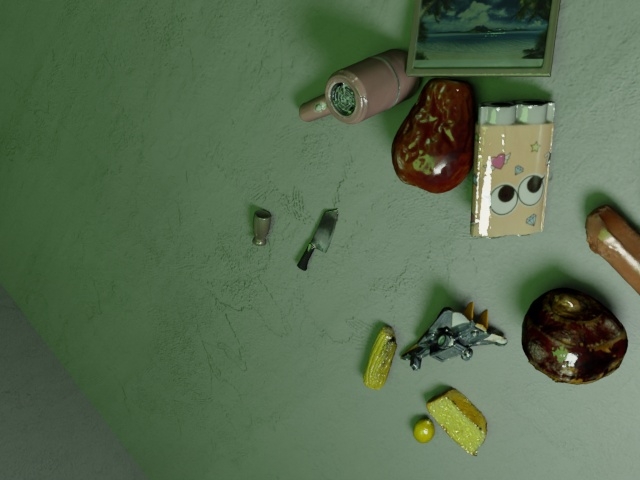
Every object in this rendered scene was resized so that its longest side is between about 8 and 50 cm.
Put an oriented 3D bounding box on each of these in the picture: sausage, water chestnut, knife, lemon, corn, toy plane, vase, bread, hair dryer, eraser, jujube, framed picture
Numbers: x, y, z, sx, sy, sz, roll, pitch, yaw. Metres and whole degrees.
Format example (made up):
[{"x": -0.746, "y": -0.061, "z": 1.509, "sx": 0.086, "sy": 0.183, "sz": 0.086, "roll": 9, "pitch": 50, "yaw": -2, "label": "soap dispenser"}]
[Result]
[{"x": 0.699, "y": 0.100, "z": 1.295, "sx": 0.419, "sy": 0.094, "sz": 0.094, "roll": 50, "pitch": 131, "yaw": 7, "label": "sausage"}, {"x": 0.549, "y": 0.227, "z": 1.374, "sx": 0.223, "sy": 0.223, "sz": 0.238, "roll": 22, "pitch": 117, "yaw": 25, "label": "water chestnut"}, {"x": 0.000, "y": 0.000, "z": 1.778, "sx": 0.060, "sy": 0.028, "sz": 0.230, "roll": 30, "pitch": 120, "yaw": 7, "label": "knife"}, {"x": 0.291, "y": 0.533, "z": 1.762, "sx": 0.062, "sy": 0.062, "sz": 0.083, "roll": 30, "pitch": 118, "yaw": 21, "label": "lemon"}, {"x": 0.169, "y": 0.334, "z": 1.762, "sx": 0.072, "sy": 0.072, "sz": 0.203, "roll": 26, "pitch": 120, "yaw": 23, "label": "corn"}, {"x": 0.306, "y": 0.273, "z": 1.624, "sx": 0.204, "sy": 0.103, "sz": 0.316, "roll": 30, "pitch": 134, "yaw": -20, "label": "toy plane"}, {"x": -0.176, "y": -0.036, "z": 1.862, "sx": 0.053, "sy": 0.053, "sz": 0.101, "roll": 27, "pitch": 126, "yaw": 23, "label": "vase"}, {"x": 0.375, "y": 0.483, "z": 1.685, "sx": 0.187, "sy": 0.065, "sz": 0.103, "roll": 44, "pitch": 125, "yaw": 14, "label": "bread"}, {"x": 0.046, "y": -0.336, "z": 1.512, "sx": 0.352, "sy": 0.210, "sz": 0.125, "roll": -11, "pitch": 107, "yaw": 50, "label": "hair dryer"}, {"x": 0.409, "y": -0.154, "z": 1.367, "sx": 0.171, "sy": 0.087, "sz": 0.291, "roll": -5, "pitch": 111, "yaw": -9, "label": "eraser"}, {"x": 0.264, "y": -0.236, "z": 1.411, "sx": 0.190, "sy": 0.190, "sz": 0.255, "roll": 19, "pitch": 108, "yaw": 27, "label": "jujube"}, {"x": 0.339, "y": -0.461, "z": 1.320, "sx": 0.314, "sy": 0.024, "sz": 0.232, "roll": 8, "pitch": 95, "yaw": 31, "label": "framed picture"}]
